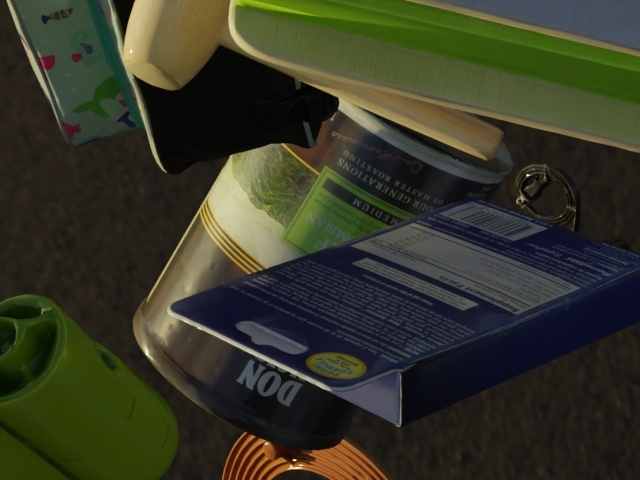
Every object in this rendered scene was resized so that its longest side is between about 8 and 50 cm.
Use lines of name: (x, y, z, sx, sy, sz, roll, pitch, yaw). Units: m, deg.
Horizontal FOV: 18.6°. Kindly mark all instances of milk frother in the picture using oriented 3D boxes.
milk frother: (0.194, 0.013, 1.761, 0.143, 0.129, 0.135, 43, 27, 17)

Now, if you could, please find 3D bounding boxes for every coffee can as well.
coffee can: (0.000, 0.000, 1.573, 0.201, 0.201, 0.275, 48, 114, 43)

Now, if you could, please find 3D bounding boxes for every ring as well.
ring: (0.005, 0.344, 2.043, 0.336, 0.337, 0.032, 28, 37, 36)

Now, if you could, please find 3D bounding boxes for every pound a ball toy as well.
pound a ball toy: (0.079, -0.124, 0.853, 0.319, 0.208, 0.136, 14, 76, 0)

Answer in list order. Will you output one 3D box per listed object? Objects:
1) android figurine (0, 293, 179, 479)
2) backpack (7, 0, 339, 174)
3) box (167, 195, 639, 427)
android figurine: (-0.165, 0.117, 0.689, 0.248, 0.273, 0.056, -35, 50, 2)
backpack: (-0.089, -0.187, 1.124, 0.191, 0.225, 0.253, -6, 50, 7)
box: (0.047, 0.035, 0.989, 0.225, 0.036, 0.136, -18, 28, -38)
